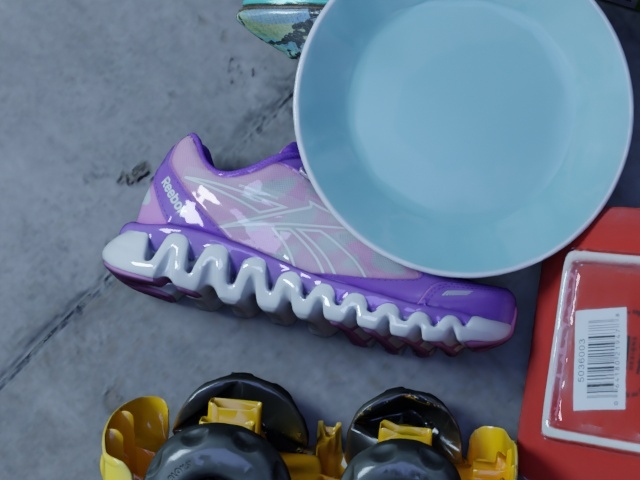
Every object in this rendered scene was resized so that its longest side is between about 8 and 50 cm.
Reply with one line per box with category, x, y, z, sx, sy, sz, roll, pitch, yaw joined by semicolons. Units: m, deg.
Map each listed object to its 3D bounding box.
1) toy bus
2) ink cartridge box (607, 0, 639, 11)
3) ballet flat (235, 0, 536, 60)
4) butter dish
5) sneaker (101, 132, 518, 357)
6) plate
toy bus;-0.008;0.191;1.022;0.220;0.149;0.211;3;98;3
ink cartridge box;0.099;-0.260;1.070;0.255;0.097;0.188;17;86;6
ballet flat;0.045;-0.113;1.078;0.188;0.070;0.070;-3;84;7
butter dish;0.202;0.068;1.024;0.160;0.118;0.160;5;86;46
sneaker;0.000;0.000;1.060;0.236;0.095;0.104;14;78;7
plate;0.078;-0.072;1.031;0.188;0.024;0.188;0;85;-4
